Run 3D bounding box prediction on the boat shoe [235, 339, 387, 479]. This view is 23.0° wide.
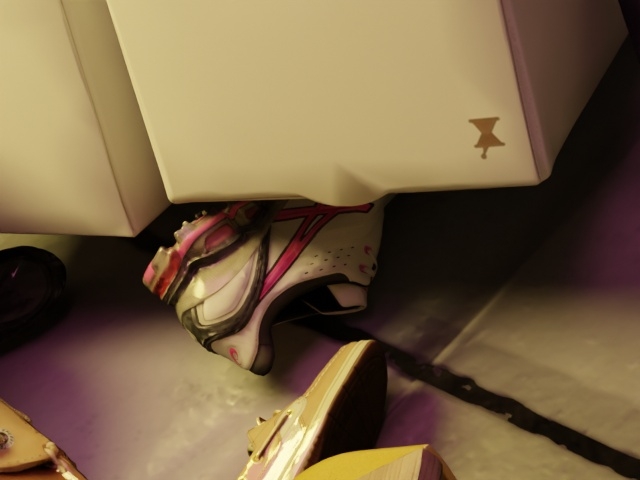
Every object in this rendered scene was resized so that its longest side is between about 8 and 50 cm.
[{"bbox_3d":[-0.013,0.096,0.690,0.045,0.050,0.135,8,48,30],"label":"boat shoe"}]

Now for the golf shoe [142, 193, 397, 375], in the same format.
[{"bbox_3d":[0.000,0.000,0.800,0.086,0.067,0.186,47,56,9],"label":"golf shoe"}]

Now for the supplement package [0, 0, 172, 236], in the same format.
[{"bbox_3d":[-0.118,-0.145,0.883,0.178,0.175,0.293,2,30,30],"label":"supplement package"}]

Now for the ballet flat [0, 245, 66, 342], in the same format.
[{"bbox_3d":[-0.220,0.052,0.880,0.173,0.057,0.049,-21,-4,5],"label":"ballet flat"}]

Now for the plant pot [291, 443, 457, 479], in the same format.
[{"bbox_3d":[0.012,0.133,0.612,0.083,0.081,0.081,-3,41,46],"label":"plant pot"}]

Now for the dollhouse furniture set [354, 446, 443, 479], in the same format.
[{"bbox_3d":[0.010,0.211,0.414,0.242,0.212,0.161,-34,26,37],"label":"dollhouse furniture set"}]

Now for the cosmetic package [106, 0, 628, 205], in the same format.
[{"bbox_3d":[0.063,-0.167,0.812,0.197,0.155,0.365,-3,27,26],"label":"cosmetic package"}]

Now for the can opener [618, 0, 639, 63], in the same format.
[{"bbox_3d":[0.168,-0.084,0.712,0.073,0.186,0.059,-27,1,-38],"label":"can opener"}]

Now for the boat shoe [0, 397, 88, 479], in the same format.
[{"bbox_3d":[-0.180,0.114,0.707,0.122,0.120,0.324,-44,40,-23],"label":"boat shoe"}]
